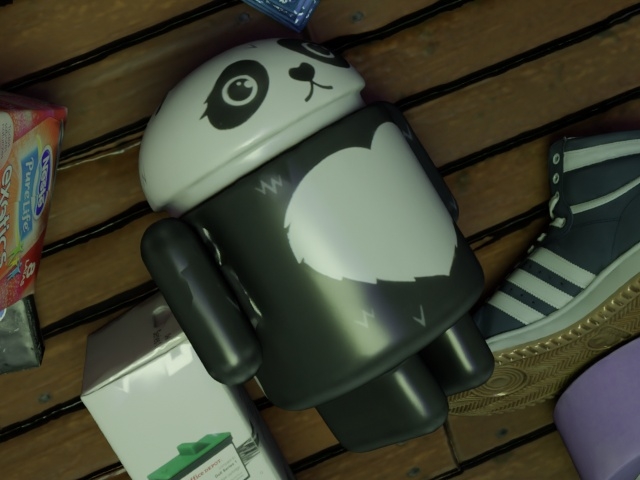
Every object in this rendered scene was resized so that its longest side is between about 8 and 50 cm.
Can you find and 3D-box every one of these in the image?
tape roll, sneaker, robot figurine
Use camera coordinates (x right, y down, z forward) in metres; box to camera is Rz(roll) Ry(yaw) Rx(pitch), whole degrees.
[{"bbox_3d":[0.288,0.140,0.872,0.189,0.080,0.189,-14,145,-10],"label":"tape roll"},{"bbox_3d":[0.185,0.024,0.881,0.282,0.153,0.099,-36,137,30],"label":"sneaker"},{"bbox_3d":[0.000,0.000,0.730,0.174,0.209,0.278,-31,92,9],"label":"robot figurine"}]

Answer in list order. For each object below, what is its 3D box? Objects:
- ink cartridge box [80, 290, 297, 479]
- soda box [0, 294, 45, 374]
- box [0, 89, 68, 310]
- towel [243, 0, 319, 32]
[{"bbox_3d":[-0.085,0.157,0.819,0.093,0.160,0.219,-30,104,-4],"label":"ink cartridge box"},{"bbox_3d":[-0.251,0.014,0.815,0.060,0.053,0.168,-11,102,-7],"label":"soda box"},{"bbox_3d":[-0.335,-0.050,0.699,0.300,0.154,0.142,13,100,3],"label":"box"},{"bbox_3d":[-0.050,-0.213,0.821,0.119,0.029,0.067,28,94,-14],"label":"towel"}]
